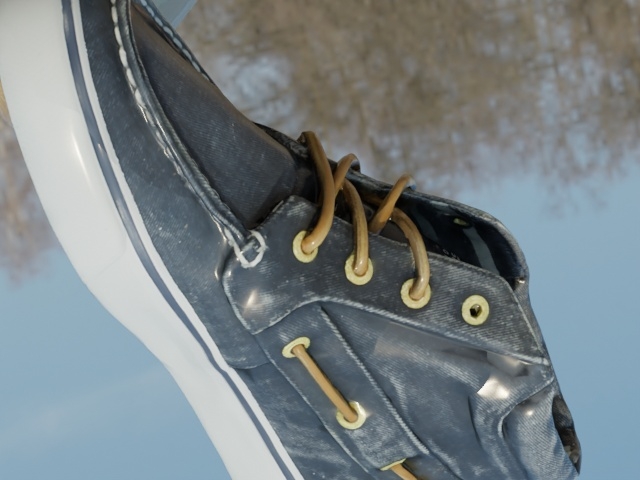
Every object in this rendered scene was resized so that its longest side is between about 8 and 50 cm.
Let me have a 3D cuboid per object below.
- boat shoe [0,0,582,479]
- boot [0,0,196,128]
[{"bbox_3d":[0.000,0.000,0.370,0.083,0.183,0.065,-17,-140,13],"label":"boat shoe"},{"bbox_3d":[-0.086,-0.200,0.427,0.211,0.295,0.104,30,-167,8],"label":"boot"}]
